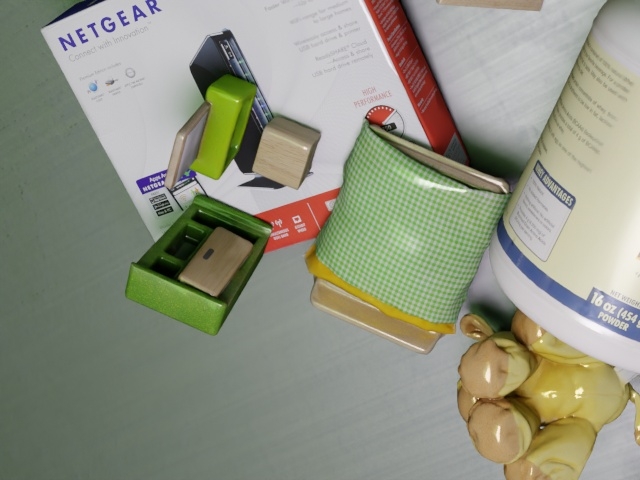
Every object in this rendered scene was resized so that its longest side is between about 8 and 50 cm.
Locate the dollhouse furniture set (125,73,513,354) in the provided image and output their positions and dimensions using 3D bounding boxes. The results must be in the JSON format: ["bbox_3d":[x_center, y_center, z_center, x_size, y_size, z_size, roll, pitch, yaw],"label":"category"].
[{"bbox_3d":[0.000,0.000,1.303,0.302,0.151,0.197,23,123,6],"label":"dollhouse furniture set"}]

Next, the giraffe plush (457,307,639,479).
[{"bbox_3d":[0.197,0.134,1.336,0.170,0.210,0.181,2,106,63],"label":"giraffe plush"}]

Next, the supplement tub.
[{"bbox_3d":[0.307,-0.072,1.193,0.235,0.235,0.324,29,115,14],"label":"supplement tub"}]

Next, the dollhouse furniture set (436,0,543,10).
[{"bbox_3d":[0.133,-0.310,1.319,0.151,0.123,0.144,38,123,49],"label":"dollhouse furniture set"}]

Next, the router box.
[{"bbox_3d":[-0.065,-0.143,1.389,0.335,0.082,0.301,-18,110,27],"label":"router box"}]
